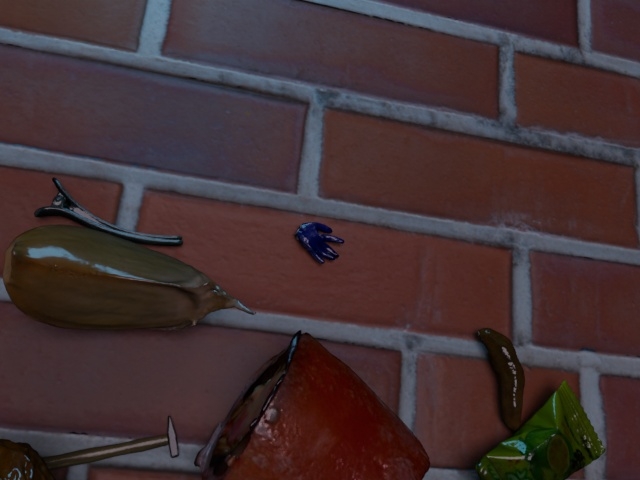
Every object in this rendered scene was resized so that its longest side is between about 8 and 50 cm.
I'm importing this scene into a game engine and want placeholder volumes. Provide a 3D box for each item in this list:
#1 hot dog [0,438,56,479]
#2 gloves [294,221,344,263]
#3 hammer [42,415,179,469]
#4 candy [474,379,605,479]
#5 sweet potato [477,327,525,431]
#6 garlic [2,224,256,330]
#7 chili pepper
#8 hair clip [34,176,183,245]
[{"bbox_3d":[-0.350,0.429,0.714,0.387,0.267,0.174,55,37,3],"label":"hot dog"},{"bbox_3d":[0.000,0.000,1.035,0.086,0.026,0.064,41,68,2],"label":"gloves"},{"bbox_3d":[-0.314,0.310,0.881,0.199,0.013,0.062,-7,75,-15],"label":"hammer"},{"bbox_3d":[0.364,0.362,0.983,0.246,0.069,0.149,-31,95,-19],"label":"candy"},{"bbox_3d":[0.326,0.237,1.029,0.054,0.053,0.182,2,72,-53],"label":"sweet potato"},{"bbox_3d":[-0.279,0.077,0.869,0.339,0.196,0.151,17,85,-16],"label":"garlic"},{"bbox_3d":[0.008,0.312,0.841,0.305,0.229,0.251,38,37,1],"label":"chili pepper"},{"bbox_3d":[-0.339,-0.026,0.966,0.230,0.039,0.070,23,71,-10],"label":"hair clip"}]
